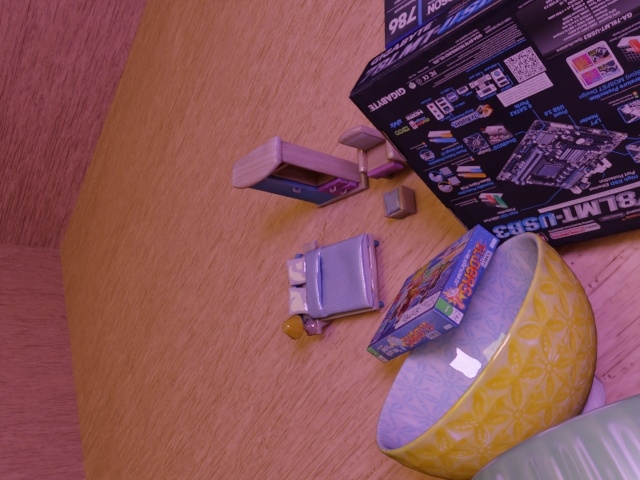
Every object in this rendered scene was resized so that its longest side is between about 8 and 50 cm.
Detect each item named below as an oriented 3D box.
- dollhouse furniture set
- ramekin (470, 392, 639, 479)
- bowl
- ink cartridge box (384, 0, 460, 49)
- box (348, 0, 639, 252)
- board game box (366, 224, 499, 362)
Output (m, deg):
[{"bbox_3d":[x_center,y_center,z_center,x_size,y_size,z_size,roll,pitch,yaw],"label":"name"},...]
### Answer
[{"bbox_3d":[0.000,0.000,0.868,0.286,0.198,0.304,-19,68,49],"label":"dollhouse furniture set"},{"bbox_3d":[0.262,0.230,0.411,0.303,0.303,0.148,-49,40,34],"label":"ramekin"},{"bbox_3d":[0.204,0.151,0.581,0.156,0.289,0.289,36,119,3],"label":"bowl"},{"bbox_3d":[0.177,-0.415,0.842,0.165,0.065,0.333,-15,71,49],"label":"ink cartridge box"},{"bbox_3d":[0.226,-0.117,0.539,0.295,0.293,0.073,-19,37,50],"label":"box"},{"bbox_3d":[0.139,0.076,0.692,0.136,0.035,0.201,-54,1,-29],"label":"board game box"}]
